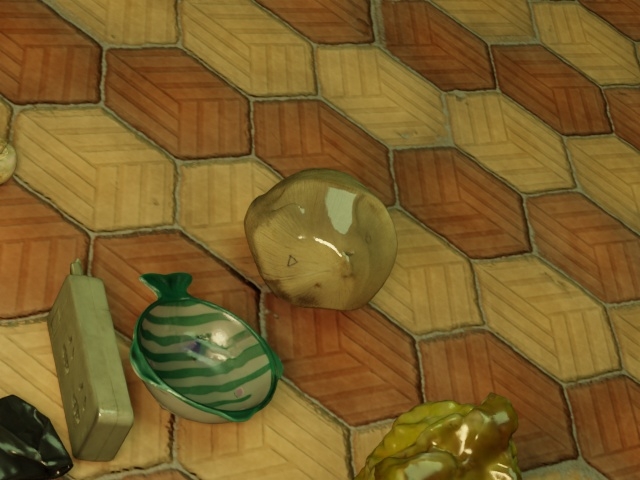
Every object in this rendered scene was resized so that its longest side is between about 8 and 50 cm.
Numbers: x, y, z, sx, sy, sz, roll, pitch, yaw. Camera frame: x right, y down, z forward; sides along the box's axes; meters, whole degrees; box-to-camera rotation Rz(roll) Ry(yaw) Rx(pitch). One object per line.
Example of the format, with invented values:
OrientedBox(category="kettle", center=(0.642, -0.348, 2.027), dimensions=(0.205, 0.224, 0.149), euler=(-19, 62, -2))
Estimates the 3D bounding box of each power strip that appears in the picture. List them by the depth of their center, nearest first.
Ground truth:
OrientedBox(category="power strip", center=(-0.287, 0.134, 2.170), dimensions=(0.053, 0.093, 0.288), euler=(7, 42, -27))

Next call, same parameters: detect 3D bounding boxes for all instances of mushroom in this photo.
OrientedBox(category="mushroom", center=(-0.445, -0.112, 2.368), dimensions=(0.083, 0.067, 0.083), euler=(26, 29, -16))

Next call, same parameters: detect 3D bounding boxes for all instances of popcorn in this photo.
OrientedBox(category="popcorn", center=(0.154, 0.300, 2.176), dimensions=(0.206, 0.251, 0.237), euler=(35, 31, 15))

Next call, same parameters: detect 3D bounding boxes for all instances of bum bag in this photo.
OrientedBox(category="bum bag", center=(-0.396, 0.250, 1.975), dimensions=(0.123, 0.060, 0.248), euler=(47, 38, 19))

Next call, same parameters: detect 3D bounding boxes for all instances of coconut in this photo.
OrientedBox(category="coconut", center=(0.000, 0.000, 2.467), dimensions=(0.224, 0.224, 0.224), euler=(21, 37, -16))

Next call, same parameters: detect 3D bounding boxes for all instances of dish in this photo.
OrientedBox(category="dish", center=(-0.164, 0.155, 2.251), dimensions=(0.224, 0.078, 0.246), euler=(-1, 47, -38))
